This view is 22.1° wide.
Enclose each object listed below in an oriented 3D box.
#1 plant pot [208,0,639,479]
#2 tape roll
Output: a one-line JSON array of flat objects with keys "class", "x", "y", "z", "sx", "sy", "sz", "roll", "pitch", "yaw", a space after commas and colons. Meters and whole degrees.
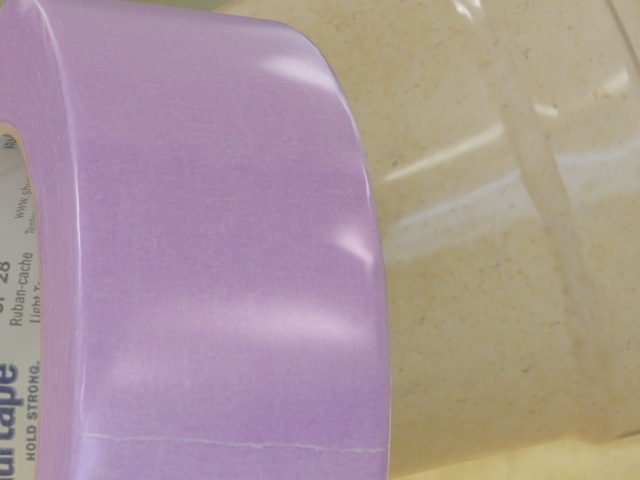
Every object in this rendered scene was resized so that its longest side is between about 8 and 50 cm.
[{"class": "plant pot", "x": 0.000, "y": 0.000, "z": 0.832, "sx": 0.306, "sy": 0.333, "sz": 0.334, "roll": -21, "pitch": 19, "yaw": -4}, {"class": "tape roll", "x": -0.070, "y": 0.058, "z": 0.547, "sx": 0.090, "sy": 0.274, "sz": 0.275, "roll": 5, "pitch": 12, "yaw": -21}]
